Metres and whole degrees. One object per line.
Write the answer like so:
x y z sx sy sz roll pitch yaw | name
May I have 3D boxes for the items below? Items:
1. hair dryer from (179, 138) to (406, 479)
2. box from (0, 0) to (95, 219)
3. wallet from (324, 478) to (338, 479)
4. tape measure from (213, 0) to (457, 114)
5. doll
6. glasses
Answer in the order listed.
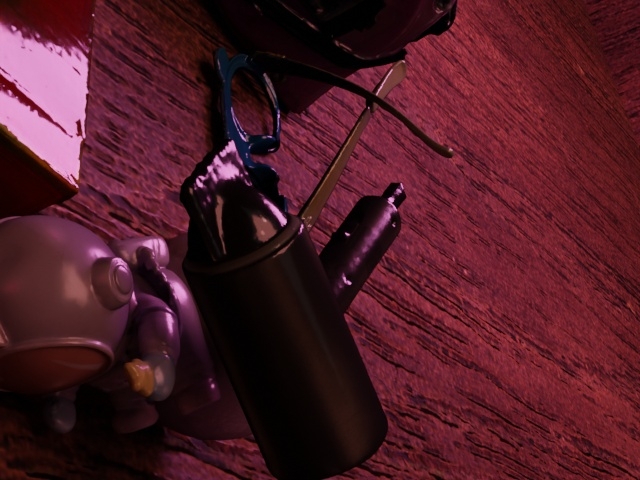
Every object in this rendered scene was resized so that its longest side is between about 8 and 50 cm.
0.000 0.000 0.846 0.195 0.078 0.248 69 28 -21 | hair dryer
-0.240 -0.178 0.870 0.197 0.089 0.313 45 29 -41 | box
0.035 0.181 0.824 0.335 0.275 0.068 19 72 -62 | wallet
0.010 -0.263 1.309 0.245 0.231 0.149 48 28 -23 | tape measure
-0.114 0.049 0.840 0.287 0.151 0.151 16 52 -56 | doll
0.009 -0.084 1.227 0.102 0.207 0.239 94 -7 -53 | glasses
